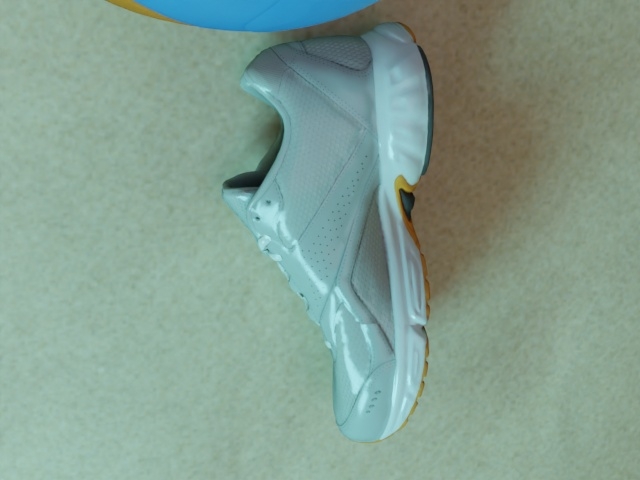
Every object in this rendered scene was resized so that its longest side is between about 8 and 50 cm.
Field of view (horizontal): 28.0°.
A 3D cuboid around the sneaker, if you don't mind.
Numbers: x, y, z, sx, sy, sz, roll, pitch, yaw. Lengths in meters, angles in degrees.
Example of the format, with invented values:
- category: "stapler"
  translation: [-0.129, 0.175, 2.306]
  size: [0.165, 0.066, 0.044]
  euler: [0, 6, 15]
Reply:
- category: "sneaker"
  translation: [0.000, 0.000, 0.786]
  size: [0.121, 0.099, 0.262]
  euler: [-4, 104, -10]

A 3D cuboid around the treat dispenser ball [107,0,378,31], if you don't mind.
- category: "treat dispenser ball"
  translation: [-0.036, -0.237, 0.563]
  size: [0.288, 0.288, 0.288]
  euler: [-7, 112, -17]
